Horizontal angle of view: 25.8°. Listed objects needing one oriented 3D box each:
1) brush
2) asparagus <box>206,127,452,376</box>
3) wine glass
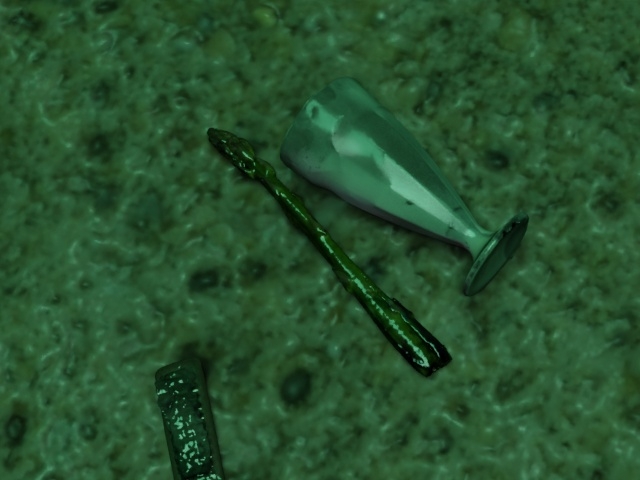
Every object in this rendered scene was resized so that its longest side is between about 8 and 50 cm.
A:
[{"bbox_3d":[-0.071,0.161,0.855,0.034,0.027,0.190,-15,69,4],"label":"brush"},{"bbox_3d":[0.000,0.000,0.911,0.233,0.023,0.022,47,37,20],"label":"asparagus"},{"bbox_3d":[0.052,-0.034,0.889,0.155,0.073,0.073,39,79,19],"label":"wine glass"}]
